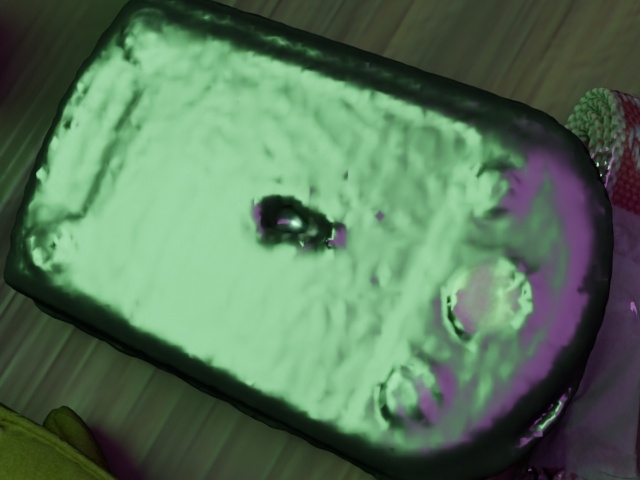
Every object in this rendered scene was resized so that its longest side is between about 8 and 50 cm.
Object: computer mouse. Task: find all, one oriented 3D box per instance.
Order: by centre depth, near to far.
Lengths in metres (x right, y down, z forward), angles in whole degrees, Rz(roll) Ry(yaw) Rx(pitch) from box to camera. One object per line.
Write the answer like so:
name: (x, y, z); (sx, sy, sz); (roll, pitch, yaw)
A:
computer mouse: (0.000, 0.000, 0.598); (0.269, 0.100, 0.170); (24, 84, 21)

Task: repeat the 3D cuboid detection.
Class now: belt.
belt: (0.121, 0.043, 0.596); (0.053, 0.071, 0.232); (15, 76, -13)

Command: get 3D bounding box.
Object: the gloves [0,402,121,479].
gloves: (-0.102, 0.171, 0.533); (0.331, 0.141, 0.154); (42, 81, 14)
